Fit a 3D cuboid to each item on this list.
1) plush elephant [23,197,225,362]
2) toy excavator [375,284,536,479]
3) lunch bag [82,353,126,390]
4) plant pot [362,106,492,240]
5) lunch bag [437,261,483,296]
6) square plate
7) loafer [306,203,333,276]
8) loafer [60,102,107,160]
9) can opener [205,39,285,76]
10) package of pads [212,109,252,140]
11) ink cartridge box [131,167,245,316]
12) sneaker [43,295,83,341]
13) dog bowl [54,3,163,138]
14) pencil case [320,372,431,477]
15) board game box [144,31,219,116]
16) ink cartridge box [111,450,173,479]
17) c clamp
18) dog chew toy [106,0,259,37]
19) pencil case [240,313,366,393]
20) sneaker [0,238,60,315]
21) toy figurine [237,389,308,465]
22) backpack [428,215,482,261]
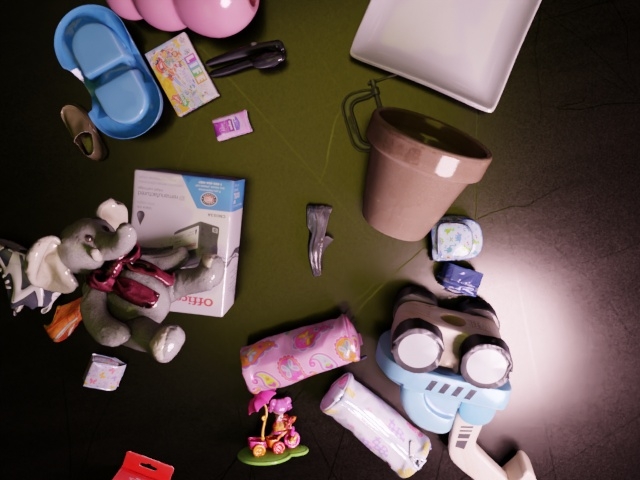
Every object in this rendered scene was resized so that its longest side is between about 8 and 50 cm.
[{"bbox_3d":[-0.392,0.053,1.107,0.330,0.272,0.255,-4,126,28],"label":"plush elephant"},{"bbox_3d":[0.319,0.374,1.309,0.433,0.222,0.445,13,111,2],"label":"toy excavator"},{"bbox_3d":[-0.522,0.320,1.386,0.083,0.053,0.071,20,99,-27],"label":"lunch bag"},{"bbox_3d":[0.196,-0.128,1.217,0.263,0.263,0.229,20,115,-1],"label":"plant pot"},{"bbox_3d":[0.316,0.091,1.315,0.098,0.067,0.065,17,92,1],"label":"lunch bag"},{"bbox_3d":[0.283,-0.501,1.245,0.344,0.049,0.347,22,98,-1],"label":"square plate"},{"bbox_3d":[0.000,0.000,1.321,0.061,0.062,0.170,-2,99,-3],"label":"loafer"},{"bbox_3d":[-0.542,-0.250,1.308,0.056,0.050,0.148,-34,96,6],"label":"loafer"},{"bbox_3d":[-0.167,-0.405,1.271,0.186,0.073,0.059,-6,106,12],"label":"can opener"},{"bbox_3d":[-0.201,-0.262,1.304,0.083,0.032,0.050,-16,94,4],"label":"package of pads"},{"bbox_3d":[-0.303,0.001,1.295,0.223,0.129,0.307,7,99,1],"label":"ink cartridge box"},{"bbox_3d":[-0.592,0.167,1.364,0.175,0.064,0.067,-42,85,4],"label":"sneaker"},{"bbox_3d":[-0.461,-0.368,1.277,0.166,0.074,0.297,-27,96,5],"label":"dog bowl"},{"bbox_3d":[0.128,0.433,1.345,0.273,0.124,0.113,41,98,-3],"label":"pencil case"},{"bbox_3d":[-0.312,-0.374,1.294,0.103,0.026,0.154,-28,96,5],"label":"board game box"},{"bbox_3d":[-0.466,0.659,1.419,0.134,0.078,0.231,20,98,-1],"label":"ink cartridge box"},{"bbox_3d":[0.120,-0.285,1.294,0.137,0.022,0.160,-11,97,3],"label":"c clamp"},{"bbox_3d":[-0.300,-0.530,1.194,0.332,0.206,0.206,2,98,10],"label":"dog chew toy"},{"bbox_3d":[-0.044,0.263,1.332,0.284,0.124,0.124,-20,97,4],"label":"pencil case"},{"bbox_3d":[-0.720,0.093,1.339,0.235,0.094,0.153,23,90,-11],"label":"sneaker"},{"bbox_3d":[-0.111,0.432,1.370,0.173,0.130,0.159,1,89,-20],"label":"toy figurine"},{"bbox_3d":[0.307,-0.003,1.297,0.114,0.084,0.105,-3,100,0],"label":"backpack"}]
